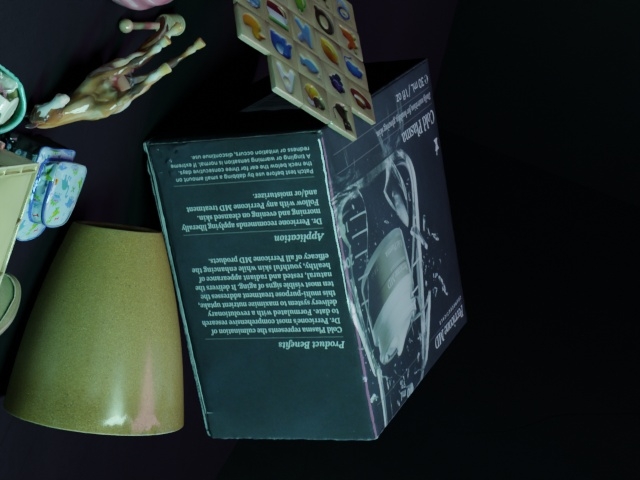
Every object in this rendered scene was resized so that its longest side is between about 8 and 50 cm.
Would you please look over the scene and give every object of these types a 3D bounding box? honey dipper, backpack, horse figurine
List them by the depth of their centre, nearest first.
[{"bbox_3d":[-0.325,-0.056,1.590,0.114,0.084,0.105,-66,167,6],"label":"backpack"},{"bbox_3d":[-0.235,-0.195,1.675,0.174,0.066,0.263,-30,-167,16],"label":"horse figurine"},{"bbox_3d":[-0.220,-0.276,1.809,0.161,0.030,0.030,-28,139,-68],"label":"honey dipper"}]

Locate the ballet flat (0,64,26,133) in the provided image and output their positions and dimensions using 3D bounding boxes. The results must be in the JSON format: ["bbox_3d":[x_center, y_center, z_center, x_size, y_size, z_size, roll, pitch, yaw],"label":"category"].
[{"bbox_3d":[-0.336,-0.154,1.318,0.247,0.087,0.083,40,74,-79],"label":"ballet flat"}]

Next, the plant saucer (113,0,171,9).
[{"bbox_3d":[-0.153,-0.425,1.674,0.332,0.084,0.332,23,90,-79],"label":"plant saucer"}]

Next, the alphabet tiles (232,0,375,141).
[{"bbox_3d":[-0.030,-0.308,1.962,0.285,0.011,0.342,29,42,-44],"label":"alphabet tiles"}]

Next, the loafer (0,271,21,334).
[{"bbox_3d":[-0.396,0.094,1.623,0.148,0.056,0.050,-62,174,-28],"label":"loafer"}]

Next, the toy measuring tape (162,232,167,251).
[{"bbox_3d":[-0.185,-0.019,2.252,0.330,0.121,0.121,-16,128,-77],"label":"toy measuring tape"}]

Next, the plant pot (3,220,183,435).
[{"bbox_3d":[-0.281,0.107,1.845,0.237,0.237,0.254,-10,109,-77],"label":"plant pot"}]

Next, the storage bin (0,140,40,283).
[{"bbox_3d":[-0.396,0.028,1.315,0.260,0.123,0.262,-25,136,-76],"label":"storage bin"}]

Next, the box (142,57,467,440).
[{"bbox_3d":[0.000,0.000,2.199,0.480,0.298,0.471,-41,126,-60],"label":"box"}]
